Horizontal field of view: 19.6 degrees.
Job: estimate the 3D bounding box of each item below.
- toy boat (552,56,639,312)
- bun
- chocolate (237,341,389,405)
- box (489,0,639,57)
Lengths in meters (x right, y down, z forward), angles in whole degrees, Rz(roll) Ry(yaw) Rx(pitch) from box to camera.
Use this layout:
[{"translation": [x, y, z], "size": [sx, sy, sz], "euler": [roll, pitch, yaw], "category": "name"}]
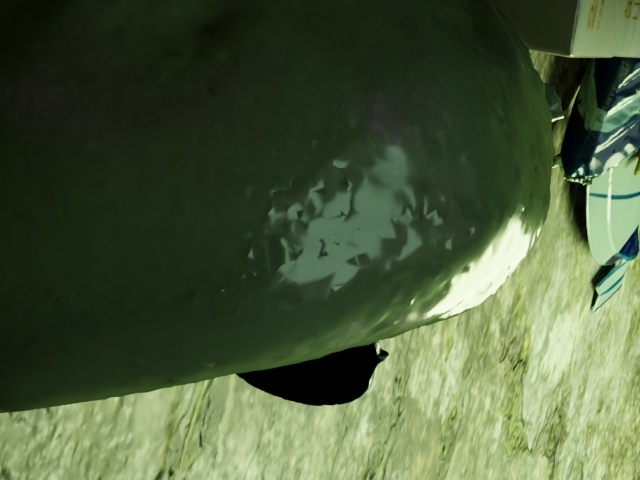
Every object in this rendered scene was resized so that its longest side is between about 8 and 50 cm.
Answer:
[{"translation": [0.229, -0.062, 1.415], "size": [0.220, 0.067, 0.291], "euler": [-52, 156, -38], "category": "toy boat"}, {"translation": [-0.063, -0.052, 0.616], "size": [0.283, 0.283, 0.179], "euler": [-25, 105, -57], "category": "bun"}, {"translation": [0.000, 0.000, 0.904], "size": [0.133, 0.124, 0.127], "euler": [-75, 145, -49], "category": "chocolate"}, {"translation": [0.114, -0.142, 1.018], "size": [0.233, 0.149, 0.067], "euler": [-10, 109, -62], "category": "box"}]
